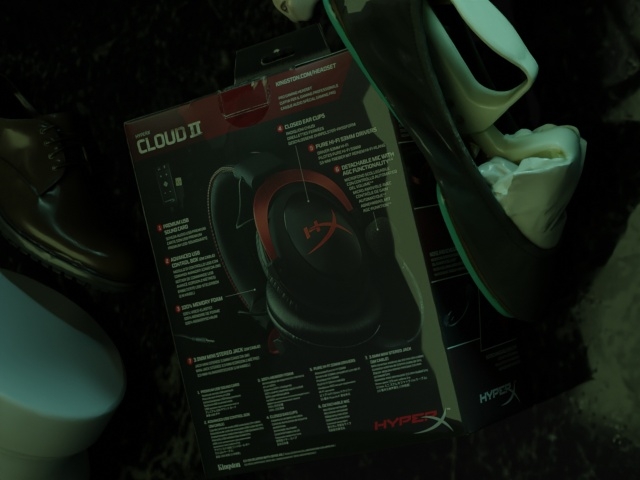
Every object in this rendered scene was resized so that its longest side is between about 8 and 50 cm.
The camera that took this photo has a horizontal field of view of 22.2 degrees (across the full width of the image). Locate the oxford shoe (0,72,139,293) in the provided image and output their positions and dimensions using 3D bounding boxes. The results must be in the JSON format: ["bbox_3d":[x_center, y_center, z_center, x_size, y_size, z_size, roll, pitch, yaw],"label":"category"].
[{"bbox_3d":[-0.214,-0.049,1.276,0.227,0.083,0.096,44,111,19],"label":"oxford shoe"}]

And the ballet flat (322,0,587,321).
[{"bbox_3d":[0.102,-0.066,1.020,0.096,0.095,0.280,-17,117,34],"label":"ballet flat"}]

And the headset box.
[{"bbox_3d":[0.000,0.000,1.133,0.218,0.110,0.293,-15,87,32],"label":"headset box"}]

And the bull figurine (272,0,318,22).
[{"bbox_3d":[-0.077,-0.286,1.155,0.188,0.101,0.310,-20,85,31],"label":"bull figurine"}]

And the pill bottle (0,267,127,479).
[{"bbox_3d":[-0.309,0.210,1.285,0.210,0.210,0.363,43,114,20],"label":"pill bottle"}]
